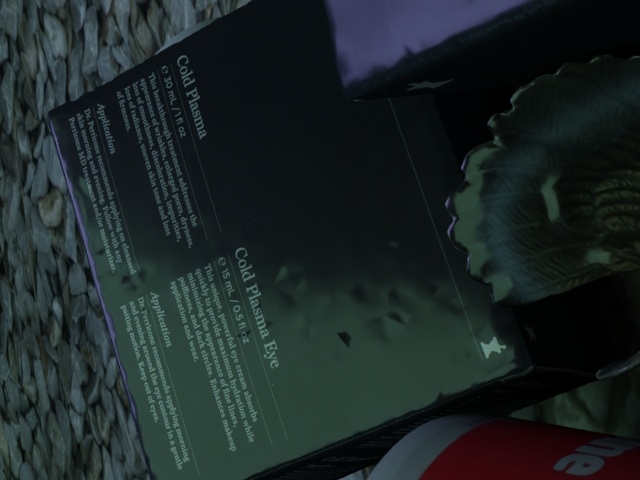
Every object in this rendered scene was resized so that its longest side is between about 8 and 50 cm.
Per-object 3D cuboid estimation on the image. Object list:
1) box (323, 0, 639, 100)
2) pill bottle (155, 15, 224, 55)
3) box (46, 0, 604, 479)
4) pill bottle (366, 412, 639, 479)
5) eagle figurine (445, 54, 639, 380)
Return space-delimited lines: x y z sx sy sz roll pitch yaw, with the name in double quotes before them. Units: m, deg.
"box" 0.194 -0.351 0.638 0.480 0.297 0.472 -15 84 61
"pill bottle" -0.058 -0.065 1.323 0.283 0.161 0.161 64 147 27
"box" 0.000 0.000 1.074 0.312 0.179 0.343 -25 73 24
"pill bottle" 0.217 0.236 0.807 0.407 0.229 0.229 4 102 47
"eagle figurine" 0.240 0.011 0.733 0.298 0.225 0.226 21 120 55
